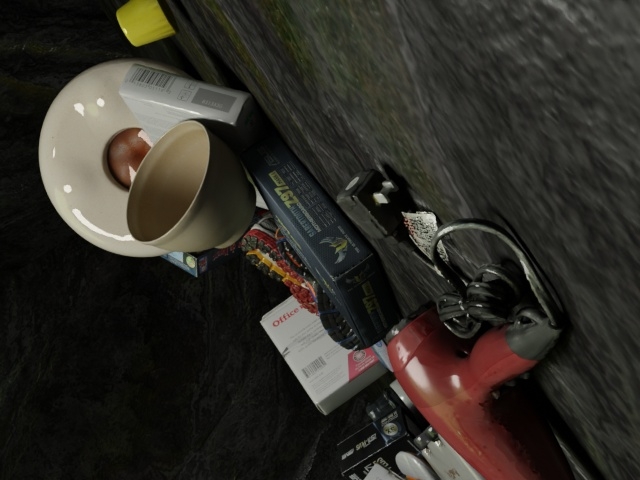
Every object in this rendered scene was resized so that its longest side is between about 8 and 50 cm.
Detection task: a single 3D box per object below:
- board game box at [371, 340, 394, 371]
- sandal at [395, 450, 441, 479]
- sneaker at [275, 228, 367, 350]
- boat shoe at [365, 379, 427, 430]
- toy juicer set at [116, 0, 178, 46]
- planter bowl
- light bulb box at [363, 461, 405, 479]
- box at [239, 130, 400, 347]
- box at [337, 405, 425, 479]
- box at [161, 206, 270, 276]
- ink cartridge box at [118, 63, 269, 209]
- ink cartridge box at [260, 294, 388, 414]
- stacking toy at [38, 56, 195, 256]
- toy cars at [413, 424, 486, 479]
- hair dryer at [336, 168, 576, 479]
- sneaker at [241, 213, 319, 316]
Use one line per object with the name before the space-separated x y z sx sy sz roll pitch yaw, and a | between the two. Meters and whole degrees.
board game box | 0.098 0.180 1.438 0.090 0.020 0.090 54 174 -2
sandal | 0.224 0.394 1.328 0.265 0.076 0.102 44 161 -22
sneaker | 0.017 0.059 1.213 0.221 0.083 0.087 61 -173 -4
boat shoe | 0.167 0.382 1.652 0.114 0.091 0.302 49 171 48
toy juicer set | -0.271 -0.389 0.986 0.209 0.089 0.329 67 -173 20
planter bowl | -0.149 -0.053 1.035 0.109 0.162 0.162 27 -165 -39
light bulb box | 0.209 0.597 1.355 0.358 0.225 0.361 25 156 35
box | 0.000 0.000 1.025 0.232 0.059 0.183 52 172 34
box | 0.144 0.413 1.531 0.180 0.147 0.077 48 -164 -27
box | -0.212 -0.021 1.641 0.159 0.233 0.044 25 127 32
ink cartridge box | -0.147 -0.132 1.120 0.181 0.056 0.224 17 160 21
ink cartridge box | 0.006 0.203 1.629 0.218 0.159 0.092 53 174 30
stacking toy | -0.308 -0.180 1.649 0.350 0.351 0.480 56 -171 -8
toy cars | 0.208 0.300 0.930 0.176 0.087 0.393 38 159 56
hair dryer | 0.106 0.094 0.582 0.293 0.080 0.223 58 173 -24
sneaker | -0.012 0.040 1.305 0.225 0.092 0.088 43 144 -12
